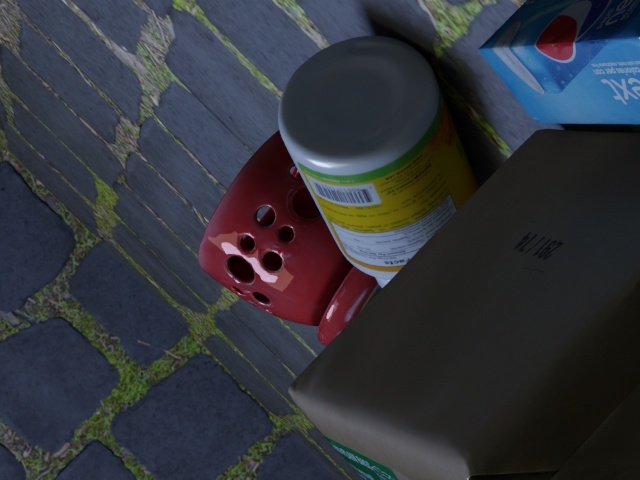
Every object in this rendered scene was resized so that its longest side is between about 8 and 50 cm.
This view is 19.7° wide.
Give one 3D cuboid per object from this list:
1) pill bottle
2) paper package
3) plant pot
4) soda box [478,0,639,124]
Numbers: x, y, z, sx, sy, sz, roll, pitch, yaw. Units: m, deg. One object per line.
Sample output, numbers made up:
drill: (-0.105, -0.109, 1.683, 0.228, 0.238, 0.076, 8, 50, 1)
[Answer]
pill bottle: (0.062, -0.051, 1.594, 0.136, 0.136, 0.245, 35, 164, 35)
paper package: (0.177, 0.078, 1.266, 0.168, 0.309, 0.325, 50, 167, -18)
plant pot: (0.000, 0.000, 1.829, 0.174, 0.191, 0.191, 37, 165, 11)
soda box: (0.187, -0.120, 1.166, 0.071, 0.067, 0.210, 49, 165, -17)
